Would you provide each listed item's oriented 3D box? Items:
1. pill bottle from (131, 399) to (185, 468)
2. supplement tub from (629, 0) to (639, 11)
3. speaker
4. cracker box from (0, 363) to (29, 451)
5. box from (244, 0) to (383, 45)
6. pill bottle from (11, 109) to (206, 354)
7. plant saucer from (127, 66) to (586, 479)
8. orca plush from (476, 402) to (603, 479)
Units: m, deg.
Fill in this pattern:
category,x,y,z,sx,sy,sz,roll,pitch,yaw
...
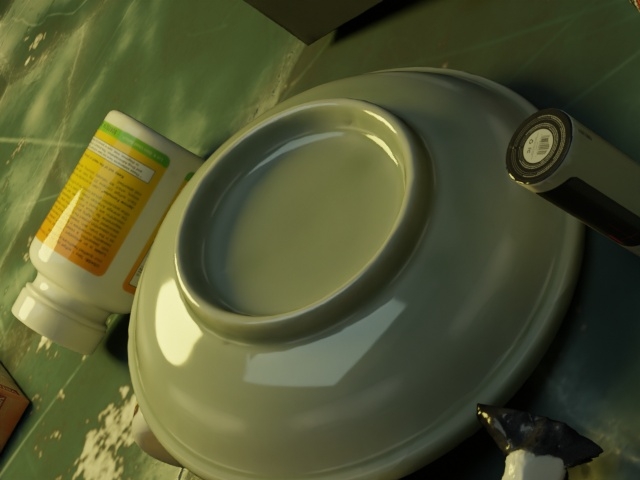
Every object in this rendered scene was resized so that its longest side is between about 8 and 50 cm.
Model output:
category,x,y,z,sx,sy,sz,roll,pitch,yaw
pill bottle,-0.096,0.089,1.125,0.117,0.117,0.215,-26,45,40
supplement tub,0.267,-0.192,0.878,0.106,0.106,0.198,-46,34,20
speaker,0.187,-0.036,0.831,0.055,0.136,0.055,-29,48,38
cracker box,-0.455,0.213,1.553,0.155,0.067,0.232,-60,33,-1
box,0.050,-0.329,1.242,0.261,0.103,0.184,-19,42,54
pill bottle,-0.229,-0.006,1.361,0.245,0.136,0.136,-59,33,-1
plant saucer,0.000,0.000,0.977,0.401,0.100,0.400,-17,50,21
orca plush,0.075,0.244,0.793,0.102,0.151,0.287,119,166,-70
